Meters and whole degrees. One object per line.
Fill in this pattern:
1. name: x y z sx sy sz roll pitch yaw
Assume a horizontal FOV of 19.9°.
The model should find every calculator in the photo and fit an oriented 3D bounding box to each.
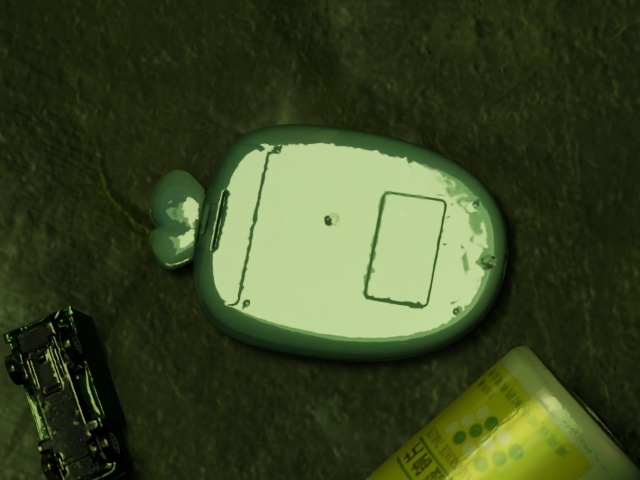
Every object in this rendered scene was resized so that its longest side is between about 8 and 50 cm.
1. calculator: 0.000 0.000 1.460 0.303 0.042 0.188 8 81 14

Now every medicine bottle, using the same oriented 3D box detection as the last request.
1. medicine bottle: 0.101 0.209 1.334 0.258 0.143 0.143 -43 71 4

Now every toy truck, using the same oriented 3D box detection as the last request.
1. toy truck: -0.203 0.132 1.469 0.065 0.079 0.147 -24 72 8
